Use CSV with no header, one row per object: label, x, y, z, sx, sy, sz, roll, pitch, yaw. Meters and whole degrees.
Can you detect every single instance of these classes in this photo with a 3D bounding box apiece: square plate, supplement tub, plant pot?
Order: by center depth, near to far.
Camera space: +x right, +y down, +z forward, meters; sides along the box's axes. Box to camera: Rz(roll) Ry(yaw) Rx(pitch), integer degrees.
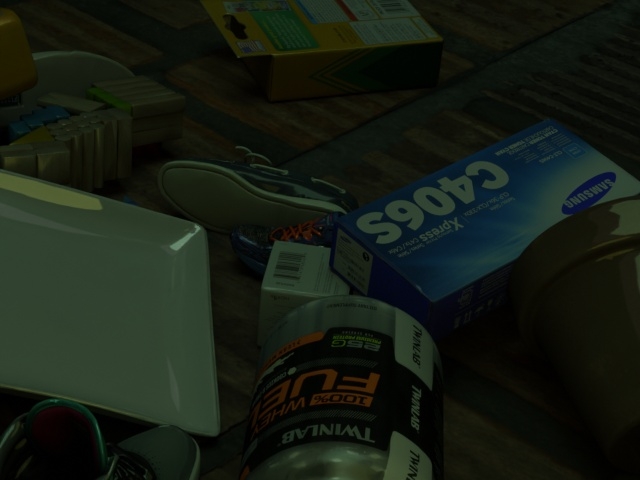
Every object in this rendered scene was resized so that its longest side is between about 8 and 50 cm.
supplement tub,0.021,0.211,1.486,0.194,0.193,0.316,5,33,0
plant pot,0.345,0.117,1.662,0.263,0.263,0.229,-1,52,-9
square plate,-0.283,0.064,1.706,0.347,0.049,0.344,15,38,-20

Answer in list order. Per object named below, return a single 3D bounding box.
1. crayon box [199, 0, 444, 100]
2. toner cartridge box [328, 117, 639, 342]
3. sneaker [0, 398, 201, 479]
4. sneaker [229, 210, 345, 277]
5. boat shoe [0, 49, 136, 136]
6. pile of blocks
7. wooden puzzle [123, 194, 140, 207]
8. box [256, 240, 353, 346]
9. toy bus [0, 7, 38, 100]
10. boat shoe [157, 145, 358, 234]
crayon box,-0.003,-0.300,2.369,0.323,0.083,0.203,-7,35,-19
toner cartridge box,0.195,-0.017,1.797,0.348,0.075,0.165,-26,52,-32
sneaker,-0.213,0.213,1.462,0.124,0.178,0.295,21,36,22
sneaker,0.000,0.000,1.904,0.221,0.087,0.083,5,32,0
boat shoe,-0.427,-0.207,2.142,0.341,0.127,0.158,-3,16,-31
pile of blocks,-0.314,-0.113,2.022,0.149,0.112,0.362,16,26,23
wooden puzzle,-0.261,-0.017,1.963,0.079,0.014,0.116,29,40,25
box,-0.015,0.067,1.797,0.102,0.087,0.101,9,34,3
toy bus,-0.525,-0.184,1.906,0.333,0.108,0.130,-26,26,-29
boat shoe,-0.077,-0.060,1.978,0.255,0.095,0.079,11,35,7
